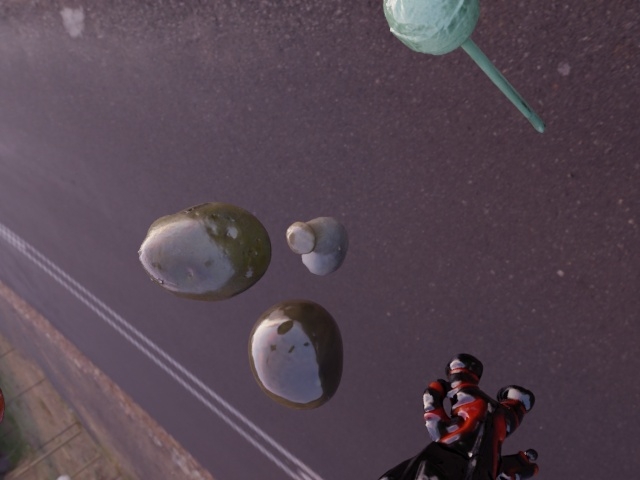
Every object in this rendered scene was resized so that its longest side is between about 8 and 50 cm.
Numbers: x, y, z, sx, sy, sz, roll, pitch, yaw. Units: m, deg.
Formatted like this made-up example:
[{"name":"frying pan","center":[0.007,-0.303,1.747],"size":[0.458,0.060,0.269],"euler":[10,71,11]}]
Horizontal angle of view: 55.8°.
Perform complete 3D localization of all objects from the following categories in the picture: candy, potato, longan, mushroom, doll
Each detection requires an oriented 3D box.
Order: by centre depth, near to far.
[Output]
[{"name":"doll","center":[0.120,0.212,0.526],"size":[0.127,0.248,0.088],"euler":[8,128,21]},{"name":"candy","center":[0.242,-0.261,0.891],"size":[0.119,0.440,0.119],"euler":[-16,65,37]},{"name":"potato","center":[-0.207,0.021,1.098],"size":[0.160,0.235,0.178],"euler":[129,143,-78]},{"name":"mushroom","center":[0.000,0.000,1.237],"size":[0.103,0.118,0.270],"euler":[52,177,16]},{"name":"longan","center":[-0.048,0.248,1.318],"size":[0.246,0.215,0.246],"euler":[58,178,4]}]

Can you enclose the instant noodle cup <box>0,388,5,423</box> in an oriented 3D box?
[{"name":"instant noodle cup","center":[-0.584,0.266,0.936],"size":[0.136,0.127,0.127],"euler":[-14,108,34]}]
